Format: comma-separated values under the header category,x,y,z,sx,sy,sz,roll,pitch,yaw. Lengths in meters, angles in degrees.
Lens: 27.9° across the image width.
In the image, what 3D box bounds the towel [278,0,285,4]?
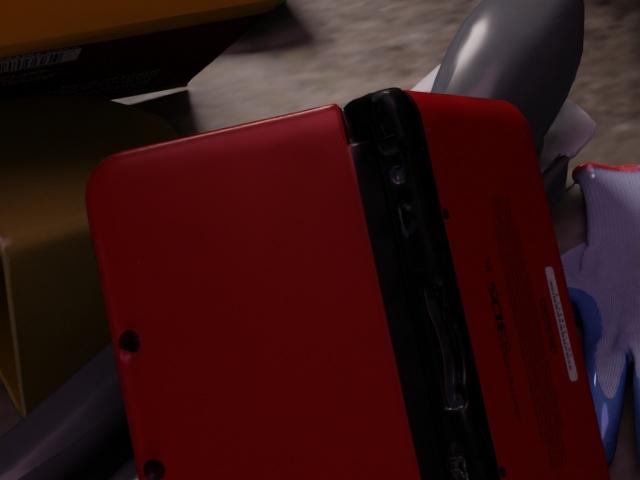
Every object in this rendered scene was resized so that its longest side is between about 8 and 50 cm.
category,x,y,z,sx,sy,sz,roll,pitch,yaw
towel,-0.197,-0.170,0.614,0.324,0.038,0.248,-14,58,-14

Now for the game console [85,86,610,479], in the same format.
category,x,y,z,sx,sy,sz,roll,pitch,yaw
game console,0.014,0.036,0.377,0.085,0.144,0.124,-15,-6,34

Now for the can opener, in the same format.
category,x,y,z,sx,sy,sz,roll,pitch,yaw
can opener,0.000,0.000,0.428,0.076,0.095,0.283,26,50,28

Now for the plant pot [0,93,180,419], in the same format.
category,x,y,z,sx,sy,sz,roll,pitch,yaw
plant pot,-0.081,-0.003,0.448,0.083,0.081,0.081,-18,46,-24

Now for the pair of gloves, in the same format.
category,x,y,z,sx,sy,sz,roll,pitch,yaw
pair of gloves,0.163,0.023,0.457,0.198,0.023,0.159,3,44,3

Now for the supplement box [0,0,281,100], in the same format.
category,x,y,z,sx,sy,sz,roll,pitch,yaw
supplement box,-0.135,-0.112,0.450,0.191,0.129,0.194,-13,2,-15
